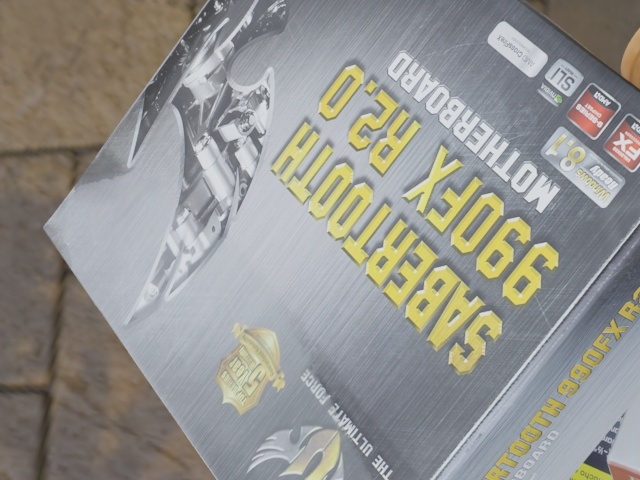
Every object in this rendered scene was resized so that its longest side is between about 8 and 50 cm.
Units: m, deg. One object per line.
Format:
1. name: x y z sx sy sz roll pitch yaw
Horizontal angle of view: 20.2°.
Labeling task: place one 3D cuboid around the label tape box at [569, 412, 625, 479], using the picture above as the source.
1. label tape box: 0.200 0.116 1.534 0.348 0.249 0.115 -69 18 -10

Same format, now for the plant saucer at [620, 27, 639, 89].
1. plant saucer: 0.368 -0.184 1.622 0.200 0.200 0.037 -32 64 13

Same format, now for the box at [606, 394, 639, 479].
1. box: 0.202 0.095 0.761 0.130 0.170 0.091 20 76 21

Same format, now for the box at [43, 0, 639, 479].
1. box: 0.016 -0.008 0.610 0.183 0.056 0.231 -52 44 10
